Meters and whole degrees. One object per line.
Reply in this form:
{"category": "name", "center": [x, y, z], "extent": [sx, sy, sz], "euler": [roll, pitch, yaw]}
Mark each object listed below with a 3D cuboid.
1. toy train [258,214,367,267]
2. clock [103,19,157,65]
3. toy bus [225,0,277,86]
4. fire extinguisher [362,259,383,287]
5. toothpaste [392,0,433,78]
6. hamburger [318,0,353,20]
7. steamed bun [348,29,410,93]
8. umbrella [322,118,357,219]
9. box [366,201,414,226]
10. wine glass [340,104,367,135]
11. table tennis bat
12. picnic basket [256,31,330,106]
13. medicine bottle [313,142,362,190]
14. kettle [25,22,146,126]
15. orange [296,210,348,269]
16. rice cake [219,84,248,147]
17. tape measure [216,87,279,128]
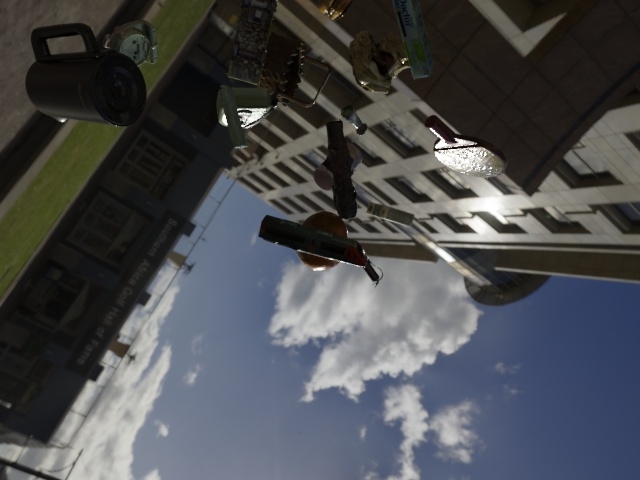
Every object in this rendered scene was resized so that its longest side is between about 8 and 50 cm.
{"category": "toy train", "center": [-0.019, -0.001, 1.790], "extent": [0.086, 0.408, 0.089], "euler": [-67, 171, -68]}
{"category": "clock", "center": [-0.667, -0.679, 1.730], "extent": [0.191, 0.062, 0.152], "euler": [-34, 155, -35]}
{"category": "toy bus", "center": [-0.191, -0.606, 1.410], "extent": [0.139, 0.113, 0.302], "euler": [-121, -135, -70]}
{"category": "fire extinguisher", "center": [0.247, 0.146, 2.346], "extent": [0.078, 0.157, 0.045], "euler": [-35, -162, 3]}
{"category": "toothpaste", "center": [0.302, -0.700, 1.614], "extent": [0.067, 0.337, 0.081], "euler": [-3, -132, 27]}
{"category": "hamburger", "center": [0.072, -1.041, 2.090], "extent": [0.181, 0.118, 0.191], "euler": [-24, -142, 49]}
{"category": "steamed bun", "center": [0.258, -0.745, 1.997], "extent": [0.189, 0.247, 0.428], "euler": [-54, -158, 36]}
{"category": "umbrella", "center": [0.069, -0.231, 1.599], "extent": [0.094, 0.090, 0.327], "euler": [-4, -84, 44]}
{"category": "box", "center": [0.368, -0.141, 2.623], "extent": [0.256, 0.164, 0.069], "euler": [-149, -104, -72]}
{"category": "wine glass", "center": [0.162, -0.567, 2.334], "extent": [0.072, 0.155, 0.072], "euler": [-16, -122, 28]}
{"category": "table tennis bat", "center": [0.397, -0.256, 1.377], "extent": [0.200, 0.310, 0.038], "euler": [5, -108, 51]}
{"category": "picnic basket", "center": [-0.136, -0.791, 2.343], "extent": [0.291, 0.320, 0.254], "euler": [107, 9, -67]}
{"category": "medicine bottle", "center": [0.084, -0.357, 2.381], "extent": [0.250, 0.133, 0.133], "euler": [-46, -167, -33]}
{"category": "kettle", "center": [-0.716, -0.471, 1.451], "extent": [0.307, 0.262, 0.203], "euler": [10, -119, 24]}
{"category": "orange", "center": [0.000, 0.000, 1.958], "extent": [0.240, 0.171, 0.240], "euler": [-19, -116, 43]}
{"category": "rice cake", "center": [-0.296, -0.418, 1.670], "extent": [0.038, 0.211, 0.124], "euler": [-12, -169, 3]}
{"category": "tape measure", "center": [-0.305, -0.535, 2.029], "extent": [0.207, 0.235, 0.115], "euler": [132, -49, -66]}
